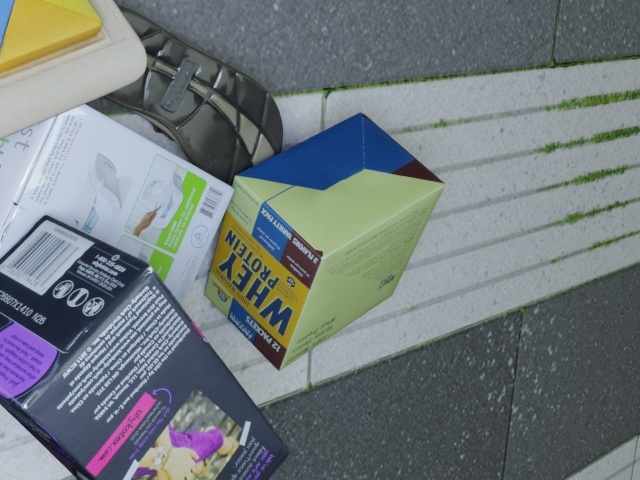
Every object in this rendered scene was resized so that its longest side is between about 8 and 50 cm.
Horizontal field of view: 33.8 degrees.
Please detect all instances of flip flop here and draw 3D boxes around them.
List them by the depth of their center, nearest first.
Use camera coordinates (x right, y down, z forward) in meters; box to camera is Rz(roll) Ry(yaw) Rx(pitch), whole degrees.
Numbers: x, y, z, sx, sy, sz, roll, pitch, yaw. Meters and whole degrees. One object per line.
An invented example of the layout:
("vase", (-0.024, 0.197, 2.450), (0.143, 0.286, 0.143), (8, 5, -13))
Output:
("flip flop", (-0.148, -0.147, 1.077), (0.277, 0.080, 0.112), (31, 89, -34))

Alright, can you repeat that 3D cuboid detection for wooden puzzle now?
("wooden puzzle", (-0.280, -0.205, 0.850), (0.221, 0.044, 0.238), (-31, 90, -36))

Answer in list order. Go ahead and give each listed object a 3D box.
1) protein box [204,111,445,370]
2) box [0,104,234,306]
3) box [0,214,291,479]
("protein box", (0.000, 0.000, 1.180), (0.200, 0.136, 0.201), (-31, 154, -36))
("box", (-0.240, 0.015, 0.994), (0.231, 0.127, 0.262), (28, 84, -48))
("box", (-0.170, 0.132, 0.896), (0.143, 0.165, 0.270), (-48, 135, -20))
